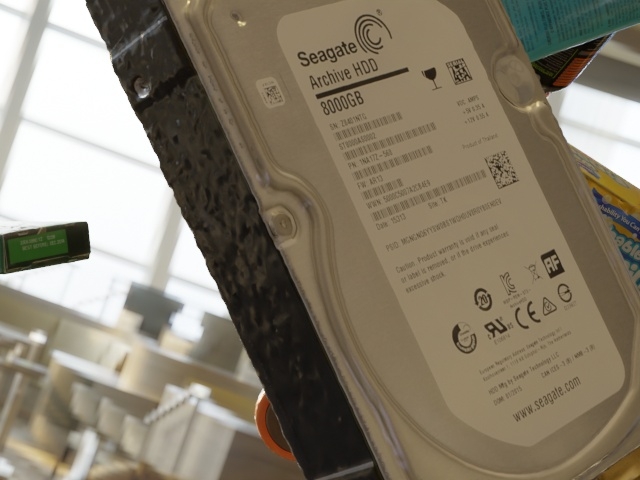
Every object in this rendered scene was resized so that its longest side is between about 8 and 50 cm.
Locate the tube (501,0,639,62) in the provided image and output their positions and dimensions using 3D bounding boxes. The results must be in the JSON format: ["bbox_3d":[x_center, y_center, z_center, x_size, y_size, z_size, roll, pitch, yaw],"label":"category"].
[{"bbox_3d":[0.215,-0.194,1.230,0.207,0.080,0.052,-16,1,-6],"label":"tube"}]

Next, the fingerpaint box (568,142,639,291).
[{"bbox_3d":[0.278,0.049,2.076,0.445,0.371,0.163,31,17,-10],"label":"fingerpaint box"}]

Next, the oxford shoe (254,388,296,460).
[{"bbox_3d":[0.097,0.099,1.382,0.364,0.130,0.133,-20,21,-17],"label":"oxford shoe"}]

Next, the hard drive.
[{"bbox_3d":[0.045,-0.018,0.777,0.237,0.339,0.064,-21,-5,-43],"label":"hard drive"}]

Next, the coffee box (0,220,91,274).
[{"bbox_3d":[-0.322,0.005,1.413,0.184,0.040,0.113,1,7,36],"label":"coffee box"}]

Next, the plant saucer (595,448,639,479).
[{"bbox_3d":[0.464,0.261,2.105,0.081,0.333,0.333,57,-1,27],"label":"plant saucer"}]

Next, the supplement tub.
[{"bbox_3d":[0.305,-0.270,1.911,0.117,0.117,0.190,21,-45,-19],"label":"supplement tub"}]
